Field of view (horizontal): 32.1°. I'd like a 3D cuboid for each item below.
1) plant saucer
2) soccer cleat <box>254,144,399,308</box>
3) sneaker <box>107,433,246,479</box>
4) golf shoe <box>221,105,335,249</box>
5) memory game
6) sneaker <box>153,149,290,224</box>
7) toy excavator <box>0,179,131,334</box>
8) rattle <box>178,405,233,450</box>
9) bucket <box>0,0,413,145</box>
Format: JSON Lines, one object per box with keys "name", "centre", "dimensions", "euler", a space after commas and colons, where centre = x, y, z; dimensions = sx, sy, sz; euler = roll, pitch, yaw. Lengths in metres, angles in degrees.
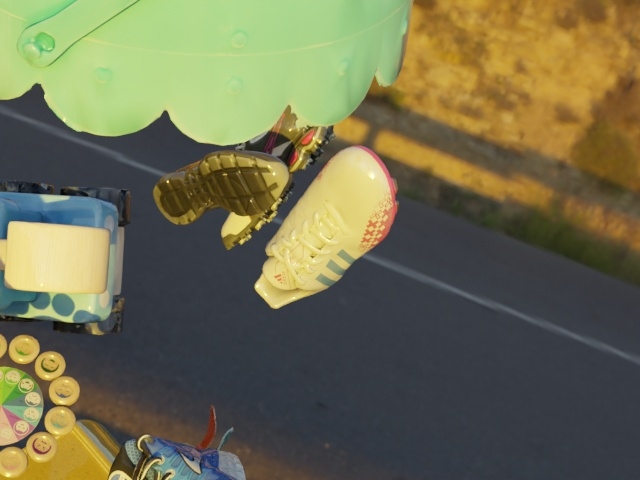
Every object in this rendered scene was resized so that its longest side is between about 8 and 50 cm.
{"name": "plant saucer", "centre": [-0.421, 0.419, 1.708], "dimensions": [0.333, 0.081, 0.333], "euler": [-29, 39, -25]}
{"name": "soccer cleat", "centre": [0.000, 0.000, 1.458], "dimensions": [0.143, 0.331, 0.116], "euler": [-36, 78, -27]}
{"name": "sneaker", "centre": [-0.133, 0.266, 1.064], "dimensions": [0.147, 0.129, 0.330], "euler": [20, -6, -20]}
{"name": "golf shoe", "centre": [-0.092, -0.111, 1.794], "dimensions": [0.120, 0.272, 0.105], "euler": [37, 16, 2]}
{"name": "memory game", "centre": [-0.383, 0.194, 1.330], "dimensions": [0.186, 0.186, 0.012], "euler": [21, -30, -3]}
{"name": "sneaker", "centre": [-0.130, -0.093, 1.577], "dimensions": [0.267, 0.101, 0.106], "euler": [-5, 25, 46]}
{"name": "toy excavator", "centre": [-0.402, 0.025, 1.521], "dimensions": [0.433, 0.222, 0.445], "euler": [4, 0, 22]}
{"name": "rattle", "centre": [-0.164, 0.322, 1.364], "dimensions": [0.130, 0.199, 0.142], "euler": [-7, -57, 49]}
{"name": "bucket", "centre": [-0.065, -0.198, 0.551], "dimensions": [0.281, 0.183, 0.281], "euler": [7, 41, -6]}
